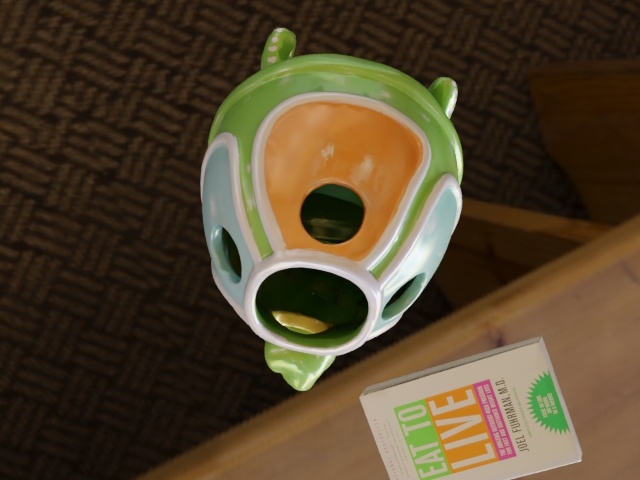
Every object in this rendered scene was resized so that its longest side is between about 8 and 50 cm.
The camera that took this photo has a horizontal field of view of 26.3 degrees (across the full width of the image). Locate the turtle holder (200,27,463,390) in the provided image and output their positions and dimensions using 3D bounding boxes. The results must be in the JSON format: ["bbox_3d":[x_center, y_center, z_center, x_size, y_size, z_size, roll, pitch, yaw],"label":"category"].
[{"bbox_3d":[-0.012,-0.011,1.247,0.243,0.320,0.227,28,47,-23],"label":"turtle holder"}]

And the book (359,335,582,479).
[{"bbox_3d":[0.114,0.139,1.039,0.144,0.035,0.096,-19,93,17],"label":"book"}]
